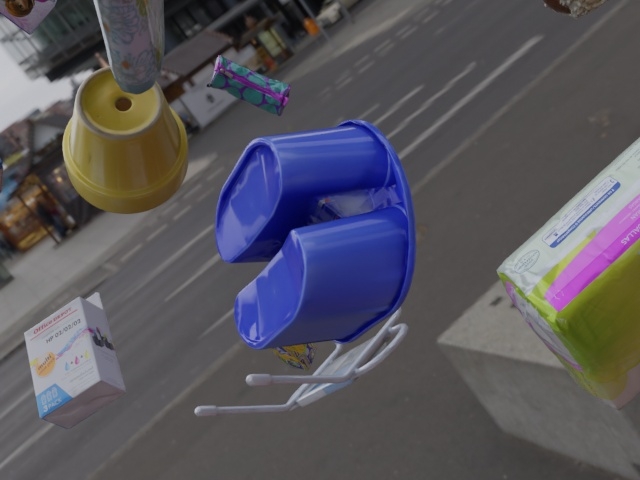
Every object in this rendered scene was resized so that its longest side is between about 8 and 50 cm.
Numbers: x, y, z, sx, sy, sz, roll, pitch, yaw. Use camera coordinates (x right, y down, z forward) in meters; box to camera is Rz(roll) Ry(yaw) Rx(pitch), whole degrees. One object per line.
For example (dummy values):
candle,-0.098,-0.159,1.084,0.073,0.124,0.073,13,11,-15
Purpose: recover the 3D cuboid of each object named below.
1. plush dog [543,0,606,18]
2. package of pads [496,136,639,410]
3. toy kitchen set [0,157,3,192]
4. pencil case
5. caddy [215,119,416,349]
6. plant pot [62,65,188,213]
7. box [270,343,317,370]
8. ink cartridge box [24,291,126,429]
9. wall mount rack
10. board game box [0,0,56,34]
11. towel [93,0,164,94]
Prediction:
plush dog,0.360,-0.422,1.032,0.210,0.225,0.262,-48,25,-13
package of pads,0.327,0.044,0.886,0.229,0.296,0.101,-44,50,4
toy kitchen set,-0.429,-0.169,0.914,0.122,0.207,0.166,-10,-46,-35
pencil case,-0.131,-0.288,1.587,0.070,0.151,0.064,-144,75,-83
caddy,0.000,0.000,1.047,0.179,0.241,0.341,-9,-18,-25
plant pot,-0.388,-0.213,1.688,0.254,0.254,0.239,-43,-10,-22
box,-0.077,0.211,1.803,0.054,0.169,0.059,0,57,37
ink cartridge box,-0.348,0.155,1.187,0.104,0.061,0.181,-33,54,9
wall mount rack,-0.026,0.202,1.379,0.304,0.130,0.350,-42,1,-38
board game box,-0.484,-0.468,1.169,0.066,0.318,0.318,-40,29,24
towel,-0.300,-0.460,1.277,0.090,0.374,0.320,-5,-24,-3
